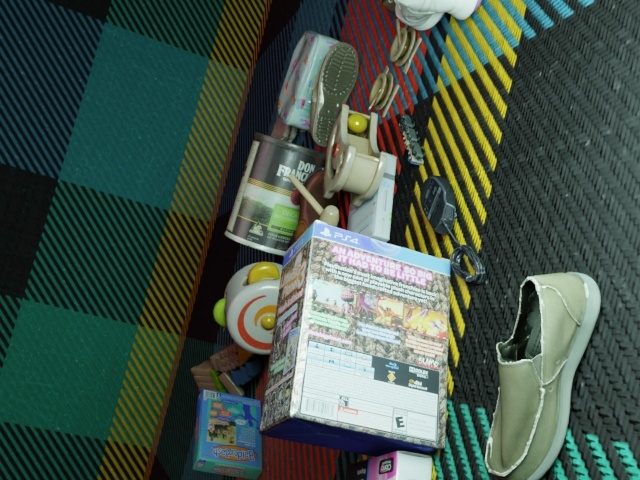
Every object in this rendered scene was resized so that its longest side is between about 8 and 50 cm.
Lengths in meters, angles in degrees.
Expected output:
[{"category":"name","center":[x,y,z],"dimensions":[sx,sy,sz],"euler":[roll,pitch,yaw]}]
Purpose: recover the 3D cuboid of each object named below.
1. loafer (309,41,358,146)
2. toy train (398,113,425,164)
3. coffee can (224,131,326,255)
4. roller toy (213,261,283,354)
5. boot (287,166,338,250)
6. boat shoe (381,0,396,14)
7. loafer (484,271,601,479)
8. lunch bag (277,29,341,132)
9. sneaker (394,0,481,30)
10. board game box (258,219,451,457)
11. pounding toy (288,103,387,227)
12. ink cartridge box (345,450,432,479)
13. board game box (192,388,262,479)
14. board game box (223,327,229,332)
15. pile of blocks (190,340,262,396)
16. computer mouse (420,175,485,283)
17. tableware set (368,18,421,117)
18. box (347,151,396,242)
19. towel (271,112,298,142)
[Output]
[{"category":"loafer","center":[0.021,-0.372,1.847],"dimensions":[0.092,0.102,0.268],"euler":[17,92,66]},{"category":"toy train","center":[0.169,-0.188,1.360],"dimensions":[0.158,0.027,0.036],"euler":[-97,25,-52]},{"category":"coffee can","center":[-0.113,-0.118,1.864],"dimensions":[0.201,0.201,0.275],"euler":[-144,70,-71]},{"category":"roller toy","center":[-0.124,0.158,1.677],"dimensions":[0.209,0.191,0.146],"euler":[-52,22,13]},{"category":"boot","center":[0.000,0.000,1.602],"dimensions":[0.264,0.096,0.280],"euler":[-64,22,20]},{"category":"boat shoe","center":[0.203,-0.588,1.491],"dimensions":[0.095,0.095,0.257],"euler":[-112,41,-63]},{"category":"loafer","center":[0.224,0.148,0.799],"dimensions":[0.094,0.087,0.251],"euler":[-165,91,-72]},{"category":"lunch bag","center":[-0.028,-0.442,2.046],"dimensions":[0.224,0.108,0.279],"euler":[-128,55,-65]},{"category":"sneaker","center":[0.187,-0.473,1.349],"dimensions":[0.305,0.152,0.114],"euler":[-147,72,-73]},{"category":"board game box","center":[0.055,0.153,1.072],"dimensions":[0.141,0.232,0.291],"euler":[135,147,-57]},{"category":"pounding toy","center":[0.033,-0.158,1.405],"dimensions":[0.154,0.155,0.269],"euler":[122,158,-52]},{"category":"ink cartridge box","center":[0.080,0.488,0.992],"dimensions":[0.176,0.069,0.371],"euler":[136,144,-57]},{"category":"board game box","center":[-0.223,0.468,1.758],"dimensions":[0.210,0.160,0.047],"euler":[-97,28,-52]},{"category":"board game box","center":[-0.224,0.229,2.081],"dimensions":[0.020,0.090,0.090],"euler":[-172,97,-76]},{"category":"pile of blocks","center":[-0.216,0.337,1.988],"dimensions":[0.112,0.149,0.362],"euler":[-31,-8,-45]},{"category":"computer mouse","center":[0.206,-0.019,1.099],"dimensions":[0.242,0.041,0.071],"euler":[-106,27,-48]},{"category":"tableware set","center":[0.147,-0.374,1.566],"dimensions":[0.128,0.039,0.194],"euler":[-103,34,-57]},{"category":"box","center":[0.098,-0.063,1.448],"dimensions":[0.145,0.038,0.186],"euler":[136,147,-59]},{"category":"towel","center":[-0.090,-0.435,2.329],"dimensions":[0.187,0.049,0.282],"euler":[177,109,-70]}]
